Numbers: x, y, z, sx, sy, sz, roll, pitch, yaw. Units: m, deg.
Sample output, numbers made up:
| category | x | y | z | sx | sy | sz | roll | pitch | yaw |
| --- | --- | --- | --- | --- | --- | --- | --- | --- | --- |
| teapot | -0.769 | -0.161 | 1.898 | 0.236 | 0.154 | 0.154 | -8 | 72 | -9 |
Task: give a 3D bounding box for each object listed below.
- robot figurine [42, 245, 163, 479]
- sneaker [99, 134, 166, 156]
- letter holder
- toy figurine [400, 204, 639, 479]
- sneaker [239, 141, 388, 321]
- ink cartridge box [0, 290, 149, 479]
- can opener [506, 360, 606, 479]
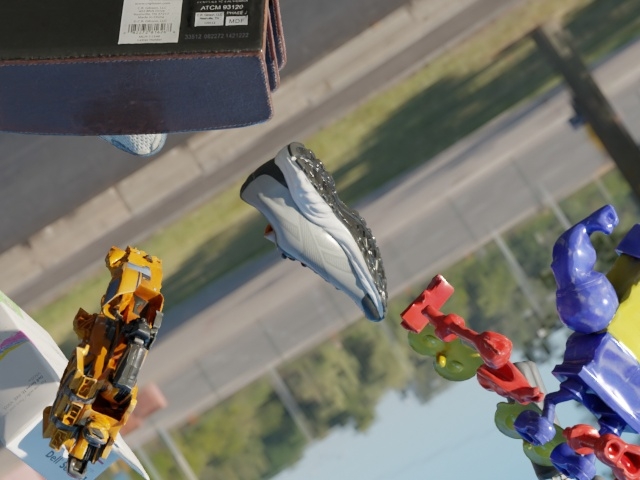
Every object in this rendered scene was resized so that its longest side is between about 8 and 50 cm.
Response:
| category | x | y | z | sx | sy | sz | roll | pitch | yaw |
| --- | --- | --- | --- | --- | --- | --- | --- | --- | --- |
| robot figurine | -0.250 | 0.138 | 1.837 | 0.211 | 0.085 | 0.291 | -60 | -168 | 26 |
| sneaker | -0.277 | -0.187 | 1.850 | 0.110 | 0.283 | 0.122 | -31 | -147 | 12 |
| letter holder | -0.194 | -0.180 | 1.654 | 0.302 | 0.152 | 0.214 | -1 | 147 | 4 |
| toy figurine | 0.260 | 0.094 | 1.134 | 0.217 | 0.362 | 0.191 | -50 | -168 | -10 |
| sneaker | 0.000 | 0.000 | 2.024 | 0.108 | 0.271 | 0.100 | -29 | -154 | 16 |
| ink cartridge box | -0.415 | 0.237 | 2.352 | 0.119 | 0.353 | 0.207 | -41 | 142 | -3 |
| can opener | 0.324 | 0.288 | 2.134 | 0.093 | 0.280 | 0.074 | -29 | 167 | 18 |
